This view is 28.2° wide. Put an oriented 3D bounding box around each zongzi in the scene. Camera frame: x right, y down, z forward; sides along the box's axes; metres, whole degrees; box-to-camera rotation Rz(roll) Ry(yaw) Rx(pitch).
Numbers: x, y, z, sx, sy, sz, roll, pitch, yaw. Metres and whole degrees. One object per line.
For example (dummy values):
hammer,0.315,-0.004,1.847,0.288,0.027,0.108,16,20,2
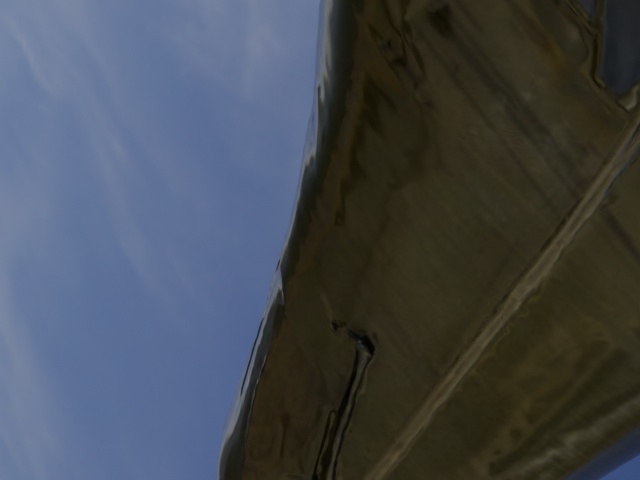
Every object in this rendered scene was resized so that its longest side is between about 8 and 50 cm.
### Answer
zongzi,0.000,0.000,0.611,0.447,0.181,0.418,-39,-76,18
